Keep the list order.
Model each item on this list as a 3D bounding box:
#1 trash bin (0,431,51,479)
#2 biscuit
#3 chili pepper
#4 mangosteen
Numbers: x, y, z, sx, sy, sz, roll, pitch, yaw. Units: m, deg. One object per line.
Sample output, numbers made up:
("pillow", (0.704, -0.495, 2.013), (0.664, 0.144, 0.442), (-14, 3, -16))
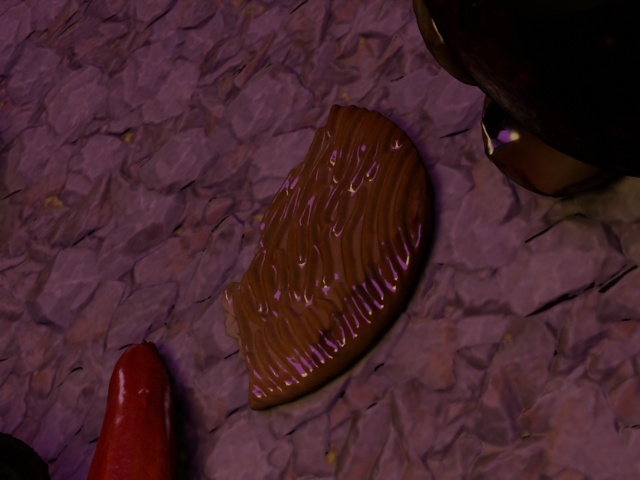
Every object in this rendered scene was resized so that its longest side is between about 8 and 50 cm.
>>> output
("trash bin", (-0.340, 0.206, 1.003), (0.262, 0.217, 0.277), (9, 98, 33))
("biscuit", (-0.001, 0.000, 1.050), (0.176, 0.031, 0.228), (-24, 49, 21))
("chili pepper", (-0.128, 0.134, 1.039), (0.088, 0.065, 0.169), (-48, 29, 38))
("mangosteen", (0.184, -0.177, 0.871), (0.347, 0.307, 0.307), (-30, 37, 60))
